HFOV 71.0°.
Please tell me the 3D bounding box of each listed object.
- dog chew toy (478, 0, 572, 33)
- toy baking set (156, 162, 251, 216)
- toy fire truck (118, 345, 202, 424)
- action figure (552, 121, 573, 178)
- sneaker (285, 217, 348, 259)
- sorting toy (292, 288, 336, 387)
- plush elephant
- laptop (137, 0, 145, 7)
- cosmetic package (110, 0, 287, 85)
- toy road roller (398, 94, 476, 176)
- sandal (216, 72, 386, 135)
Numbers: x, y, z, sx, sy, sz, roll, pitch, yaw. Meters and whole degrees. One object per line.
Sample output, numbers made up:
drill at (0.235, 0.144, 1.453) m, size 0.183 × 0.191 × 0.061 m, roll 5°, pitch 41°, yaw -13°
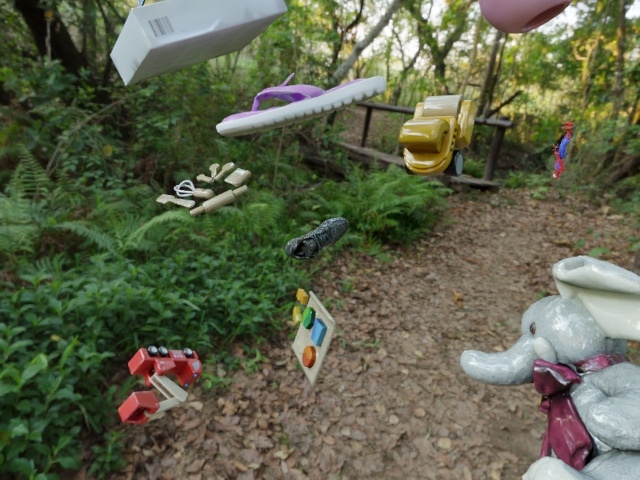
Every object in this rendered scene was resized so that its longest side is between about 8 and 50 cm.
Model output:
dog chew toy at (0.411, -0.625, 0.963) m, size 0.207 × 0.331 × 0.206 m, roll -23°, pitch -2°, yaw -1°
toy baking set at (-0.315, -0.136, 1.237) m, size 0.256 × 0.030 × 0.197 m, roll -30°, pitch 41°, yaw -12°
toy fire truck at (-0.286, 0.262, 0.827) m, size 0.135 × 0.047 × 0.192 m, roll 50°, pitch 14°, yaw 33°
action figure at (0.478, -0.175, 0.893) m, size 0.030 × 0.115 × 0.038 m, roll 5°, pitch 36°, yaw 22°
sneaker at (0.000, 0.000, 1.467) m, size 0.228 × 0.087 × 0.130 m, roll -24°, pitch 15°, yaw -8°
sorting toy at (-0.046, 0.280, 1.407) m, size 0.041 × 0.228 × 0.307 m, roll 10°, pitch 14°, yaw -23°
plush elephant at (0.293, 0.171, 0.515) m, size 0.330 × 0.271 × 0.255 m, roll -26°, pitch 46°, yaw -4°
laptop at (-0.490, -0.739, 1.114) m, size 0.137 × 0.234 × 0.264 m, roll -7°, pitch -15°, yaw 20°
cosmetic package at (-0.312, -0.528, 1.142) m, size 0.377 × 0.097 × 0.285 m, roll -32°, pitch 15°, yaw -29°
toy road roller at (0.399, -0.386, 1.579) m, size 0.203 × 0.329 × 0.241 m, roll 9°, pitch -11°, yaw 33°
sandal at (-0.048, -0.328, 1.029) m, size 0.417 × 0.102 × 0.169 m, roll -21°, pitch 11°, yaw -21°
